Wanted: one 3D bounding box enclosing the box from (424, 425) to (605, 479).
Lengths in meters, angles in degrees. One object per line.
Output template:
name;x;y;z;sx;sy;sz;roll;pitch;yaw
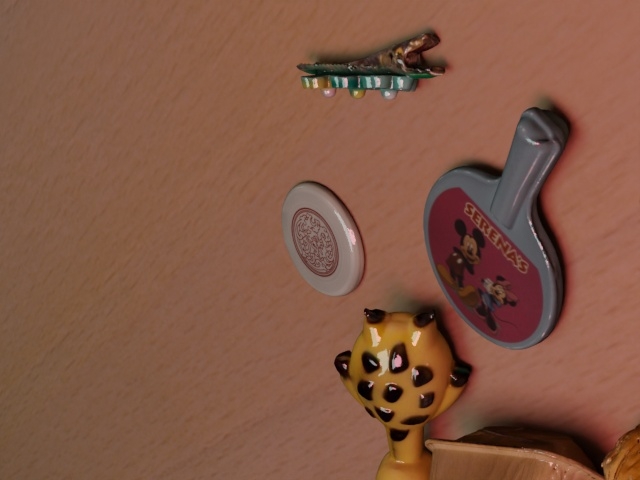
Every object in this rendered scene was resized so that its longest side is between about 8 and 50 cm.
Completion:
box;0.160;0.199;1.370;0.177;0.111;0.111;-2;109;54

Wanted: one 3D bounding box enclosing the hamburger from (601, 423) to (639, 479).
hamburger;0.265;0.185;1.214;0.176;0.102;0.087;28;120;43

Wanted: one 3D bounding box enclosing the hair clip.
hair clip;0.034;-0.135;1.376;0.173;0.049;0.049;0;110;53

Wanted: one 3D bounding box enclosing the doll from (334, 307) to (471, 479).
doll;0.075;0.182;1.489;0.117;0.086;0.291;7;122;19

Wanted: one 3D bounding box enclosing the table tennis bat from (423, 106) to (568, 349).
table tennis bat;0.143;-0.012;1.318;0.153;0.040;0.244;49;148;24

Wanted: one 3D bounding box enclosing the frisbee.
frisbee;0.000;0.000;1.539;0.110;0.014;0.110;33;135;40
